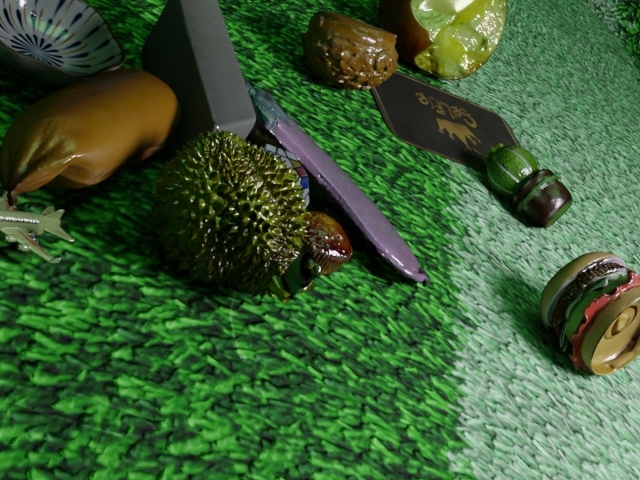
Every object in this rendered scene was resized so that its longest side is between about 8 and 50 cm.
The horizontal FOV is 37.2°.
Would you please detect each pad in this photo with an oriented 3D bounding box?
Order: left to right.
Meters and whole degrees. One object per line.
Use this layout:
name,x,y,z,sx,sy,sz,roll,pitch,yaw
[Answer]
pad,0.249,-0.251,1.742,0.375,0.063,0.315,15,37,-32

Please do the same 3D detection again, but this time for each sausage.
sausage,-0.247,-0.110,0.999,0.112,0.112,0.328,37,25,0

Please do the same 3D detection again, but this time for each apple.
apple,0.237,-0.444,1.814,0.246,0.226,0.246,20,28,-11

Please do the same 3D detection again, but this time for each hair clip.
hair clip,0.013,-0.070,1.263,0.358,0.110,0.096,39,71,-5

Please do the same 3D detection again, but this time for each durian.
durian,-0.093,-0.024,1.026,0.198,0.146,0.159,44,34,-27

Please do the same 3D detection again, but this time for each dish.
dish,-0.332,-0.234,1.131,0.190,0.066,0.191,27,34,-20

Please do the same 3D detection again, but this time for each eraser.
eraser,-0.160,-0.201,1.218,0.077,0.111,0.352,17,36,-33

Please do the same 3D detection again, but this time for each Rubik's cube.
Rubik's cube,-0.066,-0.062,1.144,0.111,0.093,0.111,27,33,-19

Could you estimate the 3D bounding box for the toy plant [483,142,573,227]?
toy plant,0.345,-0.098,1.611,0.162,0.093,0.092,45,32,18

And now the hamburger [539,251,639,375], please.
hamburger,0.391,0.096,1.346,0.175,0.175,0.137,7,28,-40

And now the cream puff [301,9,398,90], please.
cream puff,0.045,-0.303,1.547,0.165,0.115,0.150,25,12,20

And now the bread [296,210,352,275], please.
bread,0.000,0.000,1.167,0.085,0.053,0.085,26,33,-18

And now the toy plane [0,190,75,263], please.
toy plane,-0.290,-0.014,0.907,0.111,0.040,0.102,-7,48,-47
